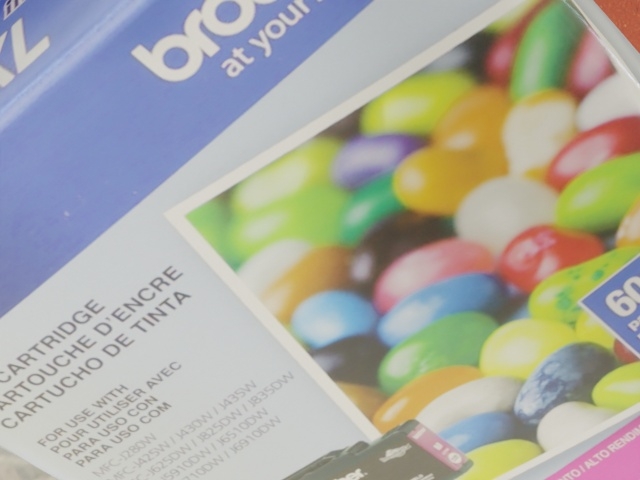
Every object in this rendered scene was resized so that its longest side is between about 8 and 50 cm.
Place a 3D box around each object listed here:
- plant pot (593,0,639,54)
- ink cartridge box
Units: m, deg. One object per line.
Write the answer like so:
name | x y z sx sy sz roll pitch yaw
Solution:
plant pot | 0.102 -0.127 0.844 0.267 0.236 0.267 -39 110 0
ink cartridge box | 0.000 0.000 0.391 0.186 0.065 0.311 -38 127 17
